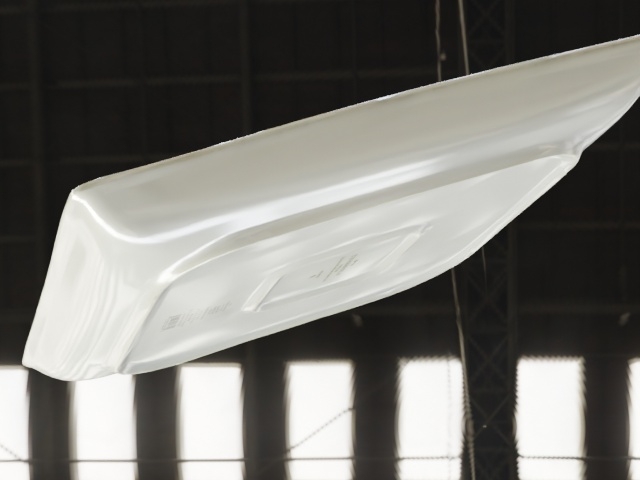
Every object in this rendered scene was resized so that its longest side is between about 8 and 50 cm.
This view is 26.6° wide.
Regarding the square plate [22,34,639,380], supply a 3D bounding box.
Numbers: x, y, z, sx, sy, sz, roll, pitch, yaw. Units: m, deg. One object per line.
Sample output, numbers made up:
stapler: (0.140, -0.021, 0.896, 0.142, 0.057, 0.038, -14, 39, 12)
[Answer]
square plate: (0.000, 0.000, 0.829, 0.344, 0.347, 0.049, -17, -103, -21)
